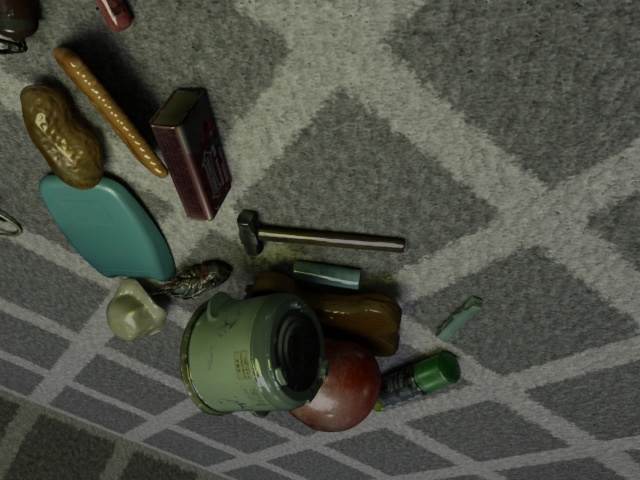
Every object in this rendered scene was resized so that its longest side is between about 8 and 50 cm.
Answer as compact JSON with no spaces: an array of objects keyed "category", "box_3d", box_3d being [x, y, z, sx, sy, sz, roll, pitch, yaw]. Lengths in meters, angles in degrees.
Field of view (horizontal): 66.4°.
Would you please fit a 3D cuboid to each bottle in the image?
[{"category":"bottle","box_3d":[0.261,0.416,1.426,0.093,0.093,0.330,30,138,-17]}]

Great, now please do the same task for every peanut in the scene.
[{"category":"peanut","box_3d":[-0.493,-0.198,0.949,0.108,0.095,0.226,-12,132,6]}]

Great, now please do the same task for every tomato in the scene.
[{"category":"tomato","box_3d":[0.019,0.363,1.238,0.269,0.227,0.270,10,154,5]}]

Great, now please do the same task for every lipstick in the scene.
[{"category":"lipstick","box_3d":[0.015,0.080,1.149,0.157,0.048,0.048,8,140,8]}]

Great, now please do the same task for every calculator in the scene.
[{"category":"calculator","box_3d":[-0.513,-0.022,1.187,0.255,0.055,0.387,3,137,14]}]

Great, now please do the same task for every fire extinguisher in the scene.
[{"category":"fire extinguisher","box_3d":[-0.485,-0.394,0.733,0.089,0.072,0.268,10,140,-9]}]

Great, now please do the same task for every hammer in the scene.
[{"category":"hammer","box_3d":[-0.322,-0.363,0.746,0.043,0.043,0.083,-1,139,18]},{"category":"hammer","box_3d":[0.000,0.000,1.068,0.364,0.044,0.111,5,139,9]}]

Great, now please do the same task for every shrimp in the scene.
[{"category":"shrimp","box_3d":[-0.338,0.111,1.245,0.232,0.090,0.079,-17,150,9]}]

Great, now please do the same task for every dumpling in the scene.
[{"category":"dumpling","box_3d":[-0.524,0.212,1.399,0.162,0.132,0.250,25,129,-2]}]

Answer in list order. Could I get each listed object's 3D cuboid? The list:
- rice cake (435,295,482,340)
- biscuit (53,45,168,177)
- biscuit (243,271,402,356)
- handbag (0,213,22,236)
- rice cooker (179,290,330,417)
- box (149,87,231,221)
[{"category":"rice cake","box_3d":[0.333,0.193,1.197,0.042,0.031,0.180,21,139,-5]},{"category":"biscuit","box_3d":[-0.366,-0.221,0.859,0.160,0.030,0.250,35,162,49]},{"category":"biscuit","box_3d":[0.007,0.183,1.235,0.393,0.077,0.368,7,149,11]},{"category":"handbag","box_3d":[-0.923,-0.069,1.217,0.315,0.110,0.241,34,137,-26]},{"category":"rice cooker","box_3d":[-0.152,0.248,1.073,0.316,0.264,0.317,11,119,20]},{"category":"box","box_3d":[-0.231,-0.153,0.902,0.068,0.120,0.224,8,141,13]}]
